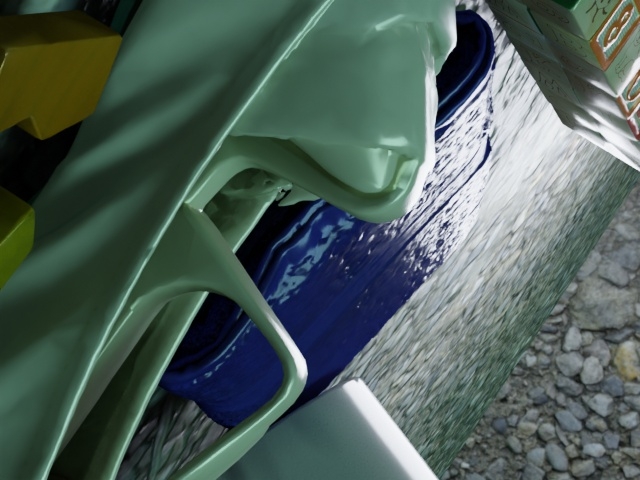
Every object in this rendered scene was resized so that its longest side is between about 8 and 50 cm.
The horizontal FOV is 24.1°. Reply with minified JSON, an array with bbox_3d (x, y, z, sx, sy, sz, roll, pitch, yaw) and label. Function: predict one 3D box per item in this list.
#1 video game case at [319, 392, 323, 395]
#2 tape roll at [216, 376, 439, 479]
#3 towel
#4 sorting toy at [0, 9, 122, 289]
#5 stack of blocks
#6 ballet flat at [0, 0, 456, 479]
[{"bbox_3d":[-0.047,0.242,1.253,0.244,0.061,0.269,-52,166,-4],"label":"video game case"},{"bbox_3d":[-0.021,0.224,0.947,0.246,0.169,0.246,-36,170,-8],"label":"tape roll"},{"bbox_3d":[0.000,0.000,0.825,0.227,0.076,0.308,-46,167,-6],"label":"towel"},{"bbox_3d":[-0.172,0.016,0.366,0.307,0.041,0.229,-22,141,-63],"label":"sorting toy"},{"bbox_3d":[0.198,-0.168,0.914,0.171,0.087,0.297,-54,154,-1],"label":"stack of blocks"},{"bbox_3d":[-0.038,-0.011,0.548,0.400,0.139,0.139,-55,166,3],"label":"ballet flat"}]
